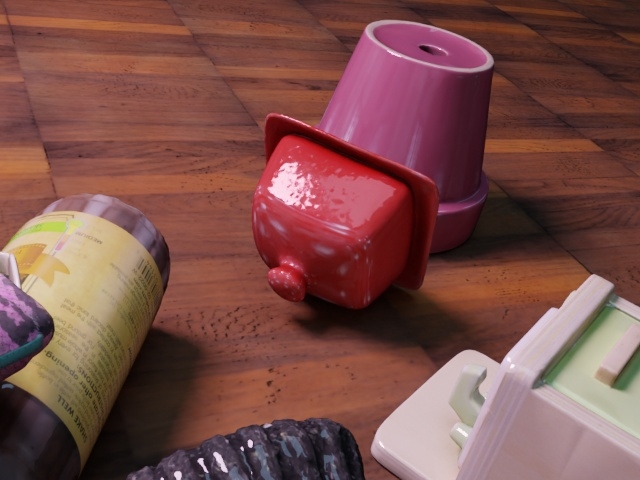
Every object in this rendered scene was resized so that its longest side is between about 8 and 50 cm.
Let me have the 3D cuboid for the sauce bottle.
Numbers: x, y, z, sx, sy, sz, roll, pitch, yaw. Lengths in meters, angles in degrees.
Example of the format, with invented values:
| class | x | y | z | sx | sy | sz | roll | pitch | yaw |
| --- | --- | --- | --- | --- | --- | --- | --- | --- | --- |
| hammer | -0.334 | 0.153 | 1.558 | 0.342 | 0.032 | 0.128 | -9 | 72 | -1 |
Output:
| class | x | y | z | sx | sy | sz | roll | pitch | yaw |
| --- | --- | --- | --- | --- | --- | --- | --- | --- | --- |
| sauce bottle | -0.176 | 0.098 | 0.418 | 0.112 | 0.111 | 0.344 | 13 | 32 | -2 |

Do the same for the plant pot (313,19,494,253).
| class | x | y | z | sx | sy | sz | roll | pitch | yaw |
| --- | --- | --- | --- | --- | --- | --- | --- | --- | --- |
| plant pot | 0.085 | -0.114 | 0.783 | 0.201 | 0.180 | 0.201 | 9 | 32 | -6 |

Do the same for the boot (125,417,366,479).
| class | x | y | z | sx | sy | sz | roll | pitch | yaw |
| --- | --- | --- | --- | --- | --- | --- | --- | --- | --- |
| boot | 0.059 | 0.197 | 0.340 | 0.348 | 0.131 | 0.260 | -2 | 36 | -24 |

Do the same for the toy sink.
| class | x | y | z | sx | sy | sz | roll | pitch | yaw |
| --- | --- | --- | --- | --- | --- | --- | --- | --- | --- |
| toy sink | 0.176 | 0.121 | 0.502 | 0.234 | 0.131 | 0.153 | 31 | 35 | 26 |

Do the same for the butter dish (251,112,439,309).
| class | x | y | z | sx | sy | sz | roll | pitch | yaw |
| --- | --- | --- | --- | --- | --- | --- | --- | --- | --- |
| butter dish | 0.000 | 0.000 | 0.635 | 0.160 | 0.159 | 0.118 | 26 | 58 | 18 |

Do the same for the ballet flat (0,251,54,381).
| class | x | y | z | sx | sy | sz | roll | pitch | yaw |
| --- | --- | --- | --- | --- | --- | --- | --- | --- | --- |
| ballet flat | -0.203 | 0.017 | 0.398 | 0.079 | 0.076 | 0.222 | -17 | 30 | -40 |
